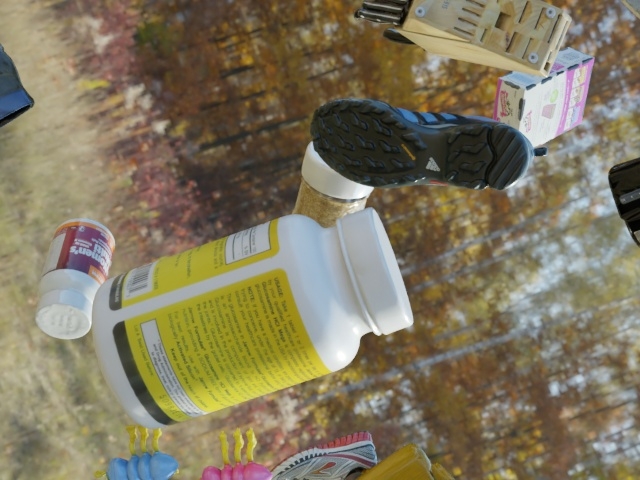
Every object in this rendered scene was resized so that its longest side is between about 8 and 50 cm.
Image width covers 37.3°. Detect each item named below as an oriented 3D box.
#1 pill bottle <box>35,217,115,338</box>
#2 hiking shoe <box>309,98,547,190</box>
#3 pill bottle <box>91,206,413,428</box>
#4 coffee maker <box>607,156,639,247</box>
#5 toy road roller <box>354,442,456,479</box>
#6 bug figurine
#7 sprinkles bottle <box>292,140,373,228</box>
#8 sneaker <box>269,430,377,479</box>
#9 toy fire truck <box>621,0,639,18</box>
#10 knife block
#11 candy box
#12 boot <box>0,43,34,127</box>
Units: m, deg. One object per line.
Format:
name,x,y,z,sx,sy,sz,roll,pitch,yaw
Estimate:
pill bottle,-0.465,0.071,1.795,0.221,0.121,0.121,-90,170,-47
hiking shoe,0.134,-0.119,1.251,0.132,0.304,0.113,-14,116,-64
pill bottle,-0.074,0.082,1.090,0.188,0.334,0.187,-19,90,-81
coffee maker,0.451,-0.087,1.141,0.178,0.120,0.171,-24,-126,48
toy road roller,0.161,0.482,1.745,0.240,0.203,0.329,60,-7,-11
bug figurine,-0.143,0.343,1.178,0.072,0.216,0.279,-87,160,-60
sprinkles bottle,0.000,0.000,1.603,0.121,0.121,0.355,-118,-146,-46
sneaker,0.002,0.424,1.744,0.088,0.225,0.092,105,-33,-66
toy fire truck,0.697,-0.597,2.027,0.158,0.217,0.246,49,-1,26
knife block,0.188,-0.309,1.344,0.242,0.276,0.088,-84,-164,-87
candy box,0.449,-0.282,1.930,0.071,0.233,0.159,32,-45,36
boot,-0.470,-0.161,1.190,0.106,0.219,0.082,52,-16,-4
